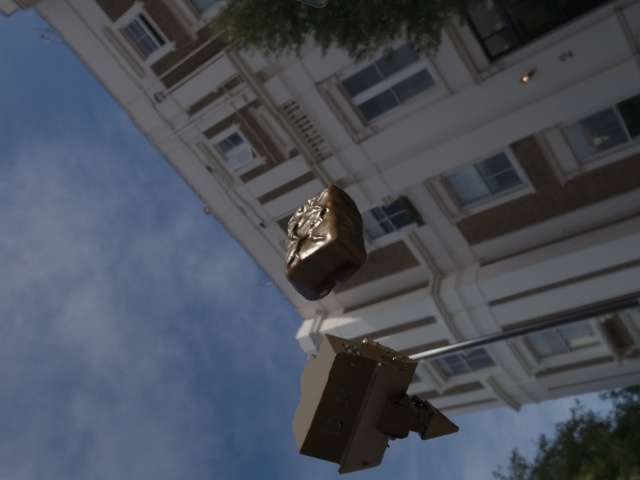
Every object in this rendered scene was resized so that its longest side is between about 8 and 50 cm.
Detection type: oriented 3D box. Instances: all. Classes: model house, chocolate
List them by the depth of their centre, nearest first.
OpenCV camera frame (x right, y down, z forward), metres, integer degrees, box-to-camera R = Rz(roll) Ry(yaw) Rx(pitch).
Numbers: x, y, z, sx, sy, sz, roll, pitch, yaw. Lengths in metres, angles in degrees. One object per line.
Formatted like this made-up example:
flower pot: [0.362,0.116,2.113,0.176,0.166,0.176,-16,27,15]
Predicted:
model house: [0.098,0.257,0.949,0.248,0.181,0.176,19,-172,-11]
chocolate: [0.000,0.000,1.114,0.093,0.148,0.214,40,-156,-22]

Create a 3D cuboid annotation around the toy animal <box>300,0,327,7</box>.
toy animal: [-0.002,-0.325,0.563,0.094,0.121,0.225,-15,-76,-82]
